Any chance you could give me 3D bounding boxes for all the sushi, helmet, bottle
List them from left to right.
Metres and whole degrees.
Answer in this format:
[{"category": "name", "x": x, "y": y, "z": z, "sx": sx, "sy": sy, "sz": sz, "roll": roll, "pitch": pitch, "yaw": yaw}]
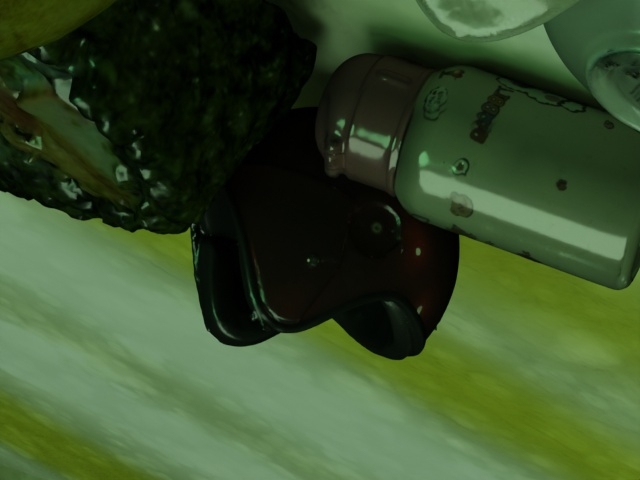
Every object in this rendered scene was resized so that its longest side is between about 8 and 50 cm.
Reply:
[{"category": "sushi", "x": -0.205, "y": -0.159, "z": 1.172, "sx": 0.351, "sy": 0.178, "sz": 0.294, "roll": 18, "pitch": 155, "yaw": 29}, {"category": "helmet", "x": 0.000, "y": 0.000, "z": 1.284, "sx": 0.216, "sy": 0.193, "sz": 0.189, "roll": 38, "pitch": 164, "yaw": -8}, {"category": "bottle", "x": 0.110, "y": -0.054, "z": 1.153, "sx": 0.233, "sy": 0.110, "sz": 0.110, "roll": 21, "pitch": 158, "yaw": 15}]

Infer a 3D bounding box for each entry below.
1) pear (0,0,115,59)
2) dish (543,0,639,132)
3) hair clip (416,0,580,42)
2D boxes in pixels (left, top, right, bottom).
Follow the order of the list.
[{"category": "pear", "x": -0.184, "y": -0.238, "z": 0.790, "sx": 0.304, "sy": 0.304, "sz": 0.304, "roll": 23, "pitch": 159, "yaw": 9}, {"category": "dish", "x": 0.208, "y": -0.101, "z": 0.957, "sx": 0.228, "sy": 0.086, "sz": 0.236, "roll": 39, "pitch": 156, "yaw": -30}, {"category": "hair clip", "x": 0.099, "y": -0.204, "z": 0.806, "sx": 0.172, "sy": 0.113, "sz": 0.282, "roll": 24, "pitch": 158, "yaw": 5}]
